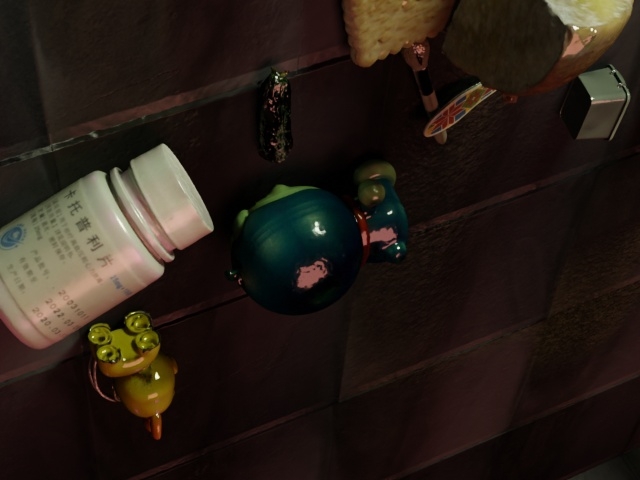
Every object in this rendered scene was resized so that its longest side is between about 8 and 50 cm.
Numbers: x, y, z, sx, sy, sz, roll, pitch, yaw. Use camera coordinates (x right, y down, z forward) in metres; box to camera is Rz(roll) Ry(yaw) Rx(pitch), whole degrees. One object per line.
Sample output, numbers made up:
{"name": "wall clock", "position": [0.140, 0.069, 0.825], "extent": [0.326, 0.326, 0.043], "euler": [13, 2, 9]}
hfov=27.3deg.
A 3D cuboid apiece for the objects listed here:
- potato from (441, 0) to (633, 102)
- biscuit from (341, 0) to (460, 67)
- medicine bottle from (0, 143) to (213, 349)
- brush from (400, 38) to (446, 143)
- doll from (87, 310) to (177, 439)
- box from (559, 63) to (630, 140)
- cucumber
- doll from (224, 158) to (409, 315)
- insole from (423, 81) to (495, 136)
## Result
{"name": "potato", "position": [0.311, -0.265, 1.716], "extent": [0.189, 0.264, 0.211], "euler": [-1, 131, -26]}
{"name": "biscuit", "position": [0.173, -0.362, 1.740], "extent": [0.325, 0.044, 0.217], "euler": [-25, 148, -10]}
{"name": "medicine bottle", "position": [-0.296, 0.005, 1.740], "extent": [0.293, 0.170, 0.170], "euler": [-31, 149, 1]}
{"name": "brush", "position": [0.160, -0.214, 1.946], "extent": [0.039, 0.042, 0.299], "euler": [-66, 156, -20]}
{"name": "doll", "position": [-0.291, 0.219, 2.092], "extent": [0.135, 0.143, 0.221], "euler": [-22, 141, -18]}
{"name": "box", "position": [0.443, -0.221, 2.143], "extent": [0.069, 0.084, 0.122], "euler": [-8, 143, -17]}
{"name": "cucumber", "position": [-0.064, -0.170, 1.807], "extent": [0.053, 0.053, 0.181], "euler": [-21, 148, -15]}
{"name": "doll", "position": [0.000, 0.001, 1.979], "extent": [0.322, 0.186, 0.198], "euler": [-22, 148, -20]}
{"name": "insole", "position": [0.232, -0.217, 2.001], "extent": [0.193, 0.006, 0.065], "euler": [-35, 154, -13]}
